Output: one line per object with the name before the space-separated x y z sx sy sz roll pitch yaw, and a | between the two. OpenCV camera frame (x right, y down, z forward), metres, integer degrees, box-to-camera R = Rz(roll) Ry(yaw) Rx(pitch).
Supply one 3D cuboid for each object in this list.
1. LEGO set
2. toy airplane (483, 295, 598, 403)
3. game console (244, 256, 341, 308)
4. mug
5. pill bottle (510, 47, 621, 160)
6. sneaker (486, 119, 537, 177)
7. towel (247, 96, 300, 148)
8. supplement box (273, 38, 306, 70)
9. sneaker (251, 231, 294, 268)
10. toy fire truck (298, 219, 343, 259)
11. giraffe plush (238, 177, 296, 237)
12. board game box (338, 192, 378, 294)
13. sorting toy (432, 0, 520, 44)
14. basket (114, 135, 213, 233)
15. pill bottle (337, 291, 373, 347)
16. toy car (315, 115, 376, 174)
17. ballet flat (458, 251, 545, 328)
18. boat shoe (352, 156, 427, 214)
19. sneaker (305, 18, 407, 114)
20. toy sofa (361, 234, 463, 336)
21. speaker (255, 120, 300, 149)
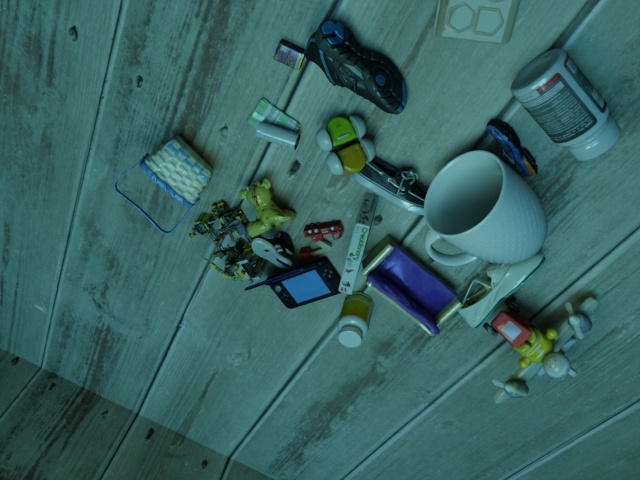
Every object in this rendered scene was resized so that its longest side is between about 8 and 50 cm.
LEGO set | -0.344 0.038 2.005 0.255 0.192 0.331 -9 123 21
toy airplane | 0.785 0.396 1.888 0.385 0.272 0.386 -10 114 -7
game console | -0.092 0.185 2.058 0.293 0.173 0.250 -21 118 28
mug | 0.488 -0.047 1.644 0.328 0.276 0.374 28 128 -34
pill bottle | 0.662 -0.358 1.450 0.283 0.161 0.161 42 125 -16
sneaker | 0.556 -0.263 1.604 0.087 0.083 0.221 -29 112 37
towel | -0.154 -0.378 1.750 0.152 0.023 0.113 34 126 -10
supplement box | -0.089 -0.549 1.591 0.083 0.043 0.055 25 129 -4
sneaker | -0.175 0.009 1.970 0.079 0.121 0.217 -12 147 27
toy fire truck | 0.000 0.000 1.974 0.192 0.047 0.135 -8 124 20
giraffe plush | -0.199 -0.121 1.876 0.181 0.210 0.170 -25 93 -4
board game box | 0.131 0.012 1.854 0.053 0.193 0.305 16 129 5
sorting toy | 0.412 -0.622 1.406 0.208 0.038 0.193 8 128 5
basket | -0.524 -0.195 1.857 0.289 0.201 0.255 -43 108 3
pill bottle | 0.131 0.304 2.060 0.118 0.208 0.117 8 128 10
toy car | 0.074 -0.293 1.683 0.159 0.136 0.182 -25 93 -7
ballet flat | 0.608 0.158 1.883 0.139 0.139 0.400 27 129 -5
boat shoe | 0.257 -0.186 1.726 0.306 0.113 0.105 31 123 11
sneaker | 0.108 -0.486 1.560 0.341 0.125 0.140 39 153 -17
toy sofa | 0.324 0.161 1.902 0.362 0.177 0.150 38 108 -13
speaker | -0.137 -0.337 1.729 0.136 0.055 0.055 19 129 5
